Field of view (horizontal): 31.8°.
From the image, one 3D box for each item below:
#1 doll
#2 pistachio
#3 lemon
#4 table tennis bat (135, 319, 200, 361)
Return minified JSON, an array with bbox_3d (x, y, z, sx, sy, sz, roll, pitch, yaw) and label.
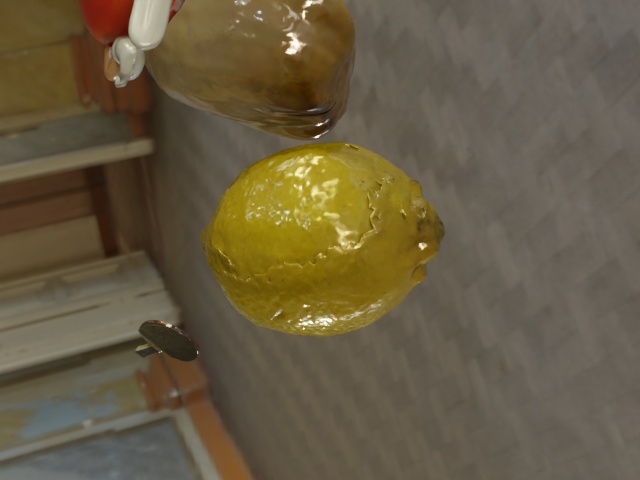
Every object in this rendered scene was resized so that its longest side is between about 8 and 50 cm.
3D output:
[{"bbox_3d":[-0.139,-0.208,0.881,0.217,0.085,0.183,6,80,64],"label":"doll"},{"bbox_3d":[-0.085,-0.218,1.243,0.163,0.261,0.212,-61,-24,-51],"label":"pistachio"},{"bbox_3d":[0.000,0.000,1.165,0.204,0.260,0.204,-6,-90,-74],"label":"lemon"},{"bbox_3d":[-0.126,0.082,0.894,0.050,0.007,0.083,39,149,-18],"label":"table tennis bat"}]
